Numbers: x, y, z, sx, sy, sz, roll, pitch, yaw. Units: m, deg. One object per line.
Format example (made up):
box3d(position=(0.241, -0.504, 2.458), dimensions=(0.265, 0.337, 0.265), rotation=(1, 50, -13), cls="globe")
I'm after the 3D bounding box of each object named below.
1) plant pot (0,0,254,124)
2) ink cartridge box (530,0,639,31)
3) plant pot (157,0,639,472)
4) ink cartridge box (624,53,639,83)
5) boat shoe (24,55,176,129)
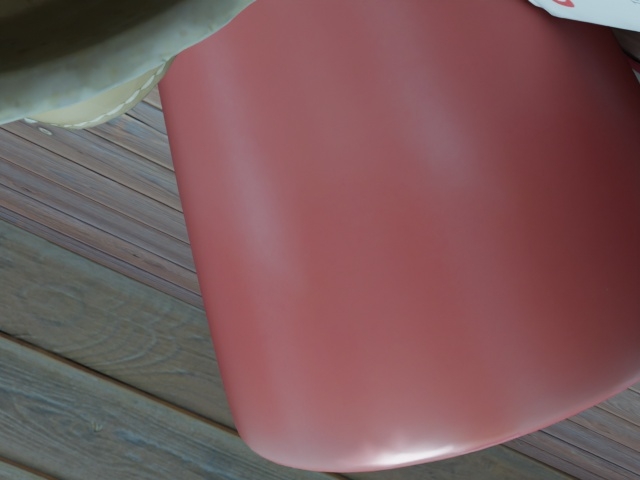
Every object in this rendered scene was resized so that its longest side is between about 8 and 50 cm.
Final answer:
box3d(position=(-0.168, -0.213, 0.409), dimensions=(0.333, 0.334, 0.305), rotation=(28, 177, -27), cls="plant pot")
box3d(position=(0.130, -0.149, 0.414), dimensions=(0.198, 0.115, 0.273), rotation=(31, 178, -34), cls="ink cartridge box")
box3d(position=(0.041, -0.052, 0.669), dimensions=(0.275, 0.275, 0.243), rotation=(2, 118, 57), cls="plant pot")
box3d(position=(0.169, -0.032, 0.964), dimensions=(0.207, 0.117, 0.283), rotation=(27, 166, -24), cls="ink cartridge box")
box3d(position=(-0.130, -0.120, 0.610), dimensions=(0.110, 0.121, 0.341), rotation=(58, 174, -35), cls="boat shoe")
